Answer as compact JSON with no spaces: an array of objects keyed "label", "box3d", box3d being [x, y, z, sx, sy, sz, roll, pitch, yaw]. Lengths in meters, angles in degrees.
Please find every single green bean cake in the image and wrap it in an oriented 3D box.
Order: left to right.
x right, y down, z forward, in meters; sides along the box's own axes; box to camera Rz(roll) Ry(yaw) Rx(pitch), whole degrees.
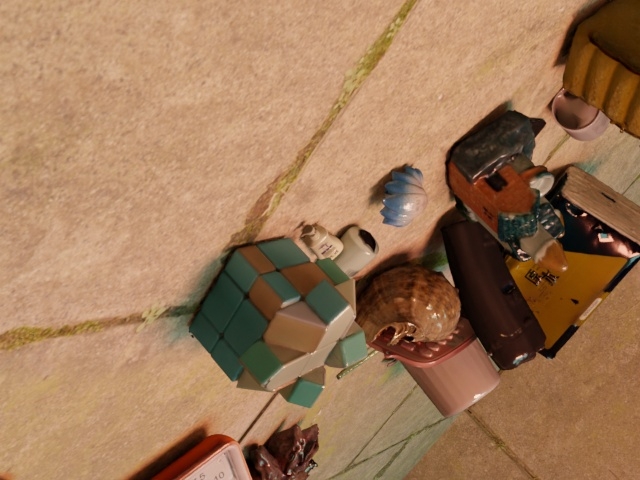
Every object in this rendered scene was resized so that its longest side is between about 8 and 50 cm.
[{"label":"green bean cake","box3d":[0.631,-0.306,1.689,0.285,0.310,0.202,-31,152,-25]}]

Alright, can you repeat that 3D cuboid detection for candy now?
[{"label":"candy","box3d":[0.179,0.240,2.207,0.335,0.092,0.093,-33,-172,-6]}]

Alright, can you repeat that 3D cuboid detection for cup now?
[{"label":"cup","box3d":[0.552,-0.277,1.883,0.136,0.099,0.133,-49,157,13]}]

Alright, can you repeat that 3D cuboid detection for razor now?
[{"label":"razor","box3d":[0.360,0.106,1.927,0.107,0.327,0.189,-26,173,30]}]

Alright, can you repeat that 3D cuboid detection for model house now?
[{"label":"model house","box3d":[0.387,-0.062,1.717,0.184,0.291,0.253,-32,155,-5]}]

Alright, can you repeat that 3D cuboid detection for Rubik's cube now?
[{"label":"Rubik's cube","box3d":[-0.060,0.141,1.404,0.224,0.213,0.265,-15,145,-52]}]

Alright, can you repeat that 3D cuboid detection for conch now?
[{"label":"conch","box3d":[0.170,0.125,1.843,0.291,0.210,0.159,2,96,-67]}]

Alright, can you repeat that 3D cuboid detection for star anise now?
[{"label":"star anise","box3d":[-0.121,0.563,2.177,0.331,0.117,0.332,-37,152,-24]}]

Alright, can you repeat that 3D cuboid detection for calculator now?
[{"label":"calculator","box3d":[0.235,0.185,1.998,0.329,0.220,0.048,-28,131,-44]}]

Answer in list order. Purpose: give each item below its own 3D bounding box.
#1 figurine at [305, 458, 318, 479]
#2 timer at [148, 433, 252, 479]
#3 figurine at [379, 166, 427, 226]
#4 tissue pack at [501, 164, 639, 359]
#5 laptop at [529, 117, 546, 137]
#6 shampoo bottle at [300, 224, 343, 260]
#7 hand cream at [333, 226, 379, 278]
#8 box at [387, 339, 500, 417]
[{"label":"figurine","box3d":[-0.081,0.672,2.470,0.108,0.114,0.196,44,81,-24]},{"label":"timer","box3d":[-0.264,0.512,1.792,0.257,0.161,0.250,-34,147,-24]},{"label":"figurine","box3d":[0.136,-0.071,1.564,0.114,0.079,0.114,-27,134,-31]},{"label":"tissue pack","box3d":[0.605,0.059,2.311,0.417,0.264,0.253,-57,178,32]},{"label":"laptop","box3d":[0.391,-0.178,1.891,0.129,0.016,0.180,-7,139,-55]},{"label":"shampoo bottle","box3d":[0.000,0.000,1.500,0.049,0.034,0.141,-38,158,3]},{"label":"hand cream","box3d":[-0.009,0.101,1.646,0.321,0.067,0.109,-50,159,27]},{"label":"box","box3d":[0.353,0.320,2.376,0.291,0.206,0.262,-27,171,-36]}]
